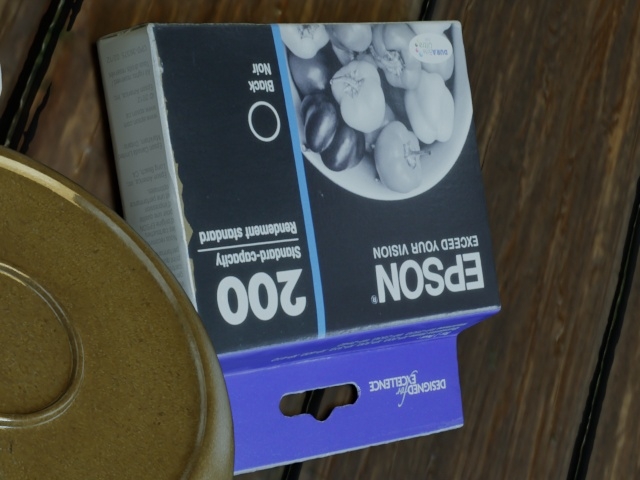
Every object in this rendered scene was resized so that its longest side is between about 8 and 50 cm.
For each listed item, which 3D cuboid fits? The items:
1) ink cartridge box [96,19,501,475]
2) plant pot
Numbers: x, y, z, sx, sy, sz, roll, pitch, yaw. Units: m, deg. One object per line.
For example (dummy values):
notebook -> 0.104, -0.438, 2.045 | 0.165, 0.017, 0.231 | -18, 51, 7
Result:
ink cartridge box -> 0.000, 0.000, 0.922 | 0.206, 0.045, 0.208 | -7, 89, -44
plant pot -> -0.128, 0.043, 0.730 | 0.236, 0.032, 0.236 | 23, 43, -23
